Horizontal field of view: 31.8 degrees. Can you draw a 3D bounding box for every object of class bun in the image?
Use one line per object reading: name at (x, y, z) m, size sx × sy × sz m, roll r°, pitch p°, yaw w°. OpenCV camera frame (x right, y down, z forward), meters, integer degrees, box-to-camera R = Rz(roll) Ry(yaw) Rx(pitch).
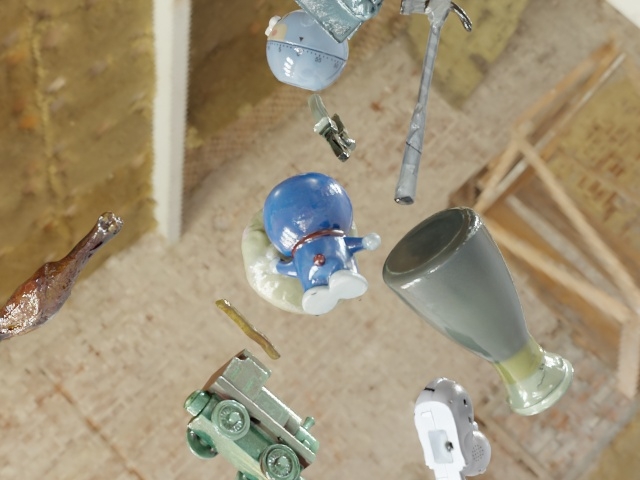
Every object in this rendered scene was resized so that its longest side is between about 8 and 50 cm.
bun at (-0.042, 0.027, 2.425) m, size 0.273 × 0.273 × 0.168 m, roll -42°, pitch -8°, yaw -18°

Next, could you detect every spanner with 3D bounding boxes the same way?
spanner at (0.025, -0.215, 2.232) m, size 0.040 × 0.095 × 0.325 m, roll -44°, pitch 20°, yaw 12°

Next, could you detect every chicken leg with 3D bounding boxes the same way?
chicken leg at (-0.547, 0.093, 2.284) m, size 0.407 × 0.096 × 0.158 m, roll -42°, pitch 10°, yaw 22°

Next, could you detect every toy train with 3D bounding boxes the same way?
toy train at (-0.128, 0.382, 2.270) m, size 0.150 × 0.304 × 0.221 m, roll -41°, pitch 9°, yaw 43°

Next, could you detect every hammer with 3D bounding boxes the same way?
hammer at (0.196, -0.283, 2.263) m, size 0.044 × 0.152 × 0.427 m, roll 1°, pitch -78°, yaw -88°

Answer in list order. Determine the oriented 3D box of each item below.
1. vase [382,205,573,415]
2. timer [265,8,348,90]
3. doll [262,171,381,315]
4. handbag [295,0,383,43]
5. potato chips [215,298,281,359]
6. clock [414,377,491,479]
vase at (0.251, 0.118, 1.712) m, size 0.173 × 0.321 × 0.173 m, roll -35°, pitch 18°, yaw 13°
timer at (-0.032, -0.413, 2.150) m, size 0.175 × 0.256 × 0.175 m, roll -8°, pitch 2°, yaw 0°
doll at (0.000, 0.000, 1.999) m, size 0.215 × 0.257 × 0.161 m, roll -22°, pitch -26°, yaw 13°
handbag at (0.054, -0.380, 1.422) m, size 0.229 × 0.179 × 0.062 m, roll -46°, pitch -1°, yaw 26°
potato chips at (-0.142, 0.167, 2.162) m, size 0.026 × 0.037 × 0.204 m, roll -39°, pitch -50°, yaw 1°
clock at (0.213, 0.296, 1.762) m, size 0.080 × 0.176 × 0.117 m, roll -13°, pitch 4°, yaw 35°
